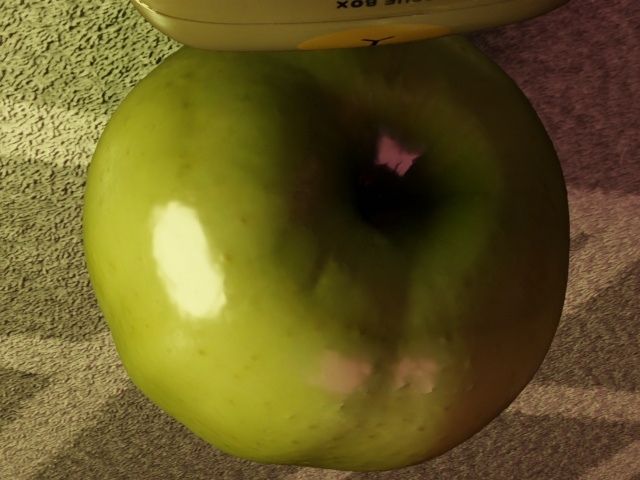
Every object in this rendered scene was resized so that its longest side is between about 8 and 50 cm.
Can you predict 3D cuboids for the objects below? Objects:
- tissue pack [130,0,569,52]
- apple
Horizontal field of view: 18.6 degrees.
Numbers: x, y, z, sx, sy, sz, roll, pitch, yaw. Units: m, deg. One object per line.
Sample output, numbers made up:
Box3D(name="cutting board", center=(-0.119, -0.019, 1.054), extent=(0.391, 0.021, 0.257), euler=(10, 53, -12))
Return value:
Box3D(name="tissue pack", center=(0.029, -0.283, 1.451), extent=(0.387, 0.267, 0.277), euler=(-7, 160, -8))
Box3D(name="apple", center=(0.000, 0.000, 1.813), extent=(0.474, 0.473, 0.473), euler=(-7, 153, -4))
